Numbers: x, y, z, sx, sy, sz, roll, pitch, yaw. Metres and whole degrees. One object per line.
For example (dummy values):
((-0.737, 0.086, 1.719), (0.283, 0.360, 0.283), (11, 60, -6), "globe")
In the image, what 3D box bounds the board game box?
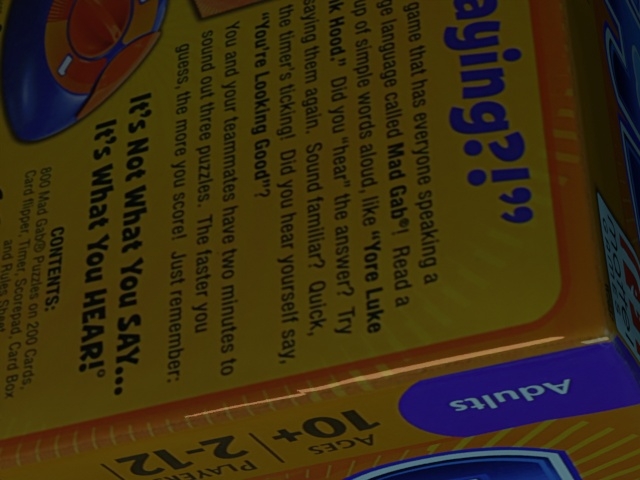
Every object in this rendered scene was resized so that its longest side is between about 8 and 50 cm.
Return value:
((0.000, 0.000, 0.768), (0.356, 0.356, 0.356), (-14, 147, 21), "board game box")
